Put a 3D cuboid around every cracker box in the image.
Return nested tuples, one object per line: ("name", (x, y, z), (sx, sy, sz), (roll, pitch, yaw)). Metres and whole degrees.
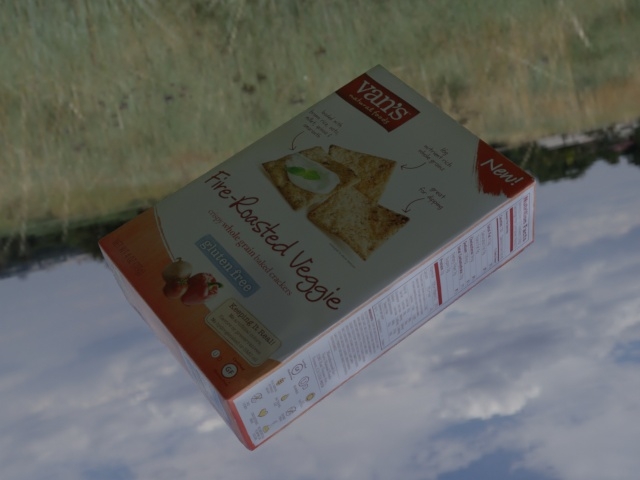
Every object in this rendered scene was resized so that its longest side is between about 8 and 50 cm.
("cracker box", (0.000, 0.000, 0.626), (0.232, 0.067, 0.156), (-34, -127, -17))
